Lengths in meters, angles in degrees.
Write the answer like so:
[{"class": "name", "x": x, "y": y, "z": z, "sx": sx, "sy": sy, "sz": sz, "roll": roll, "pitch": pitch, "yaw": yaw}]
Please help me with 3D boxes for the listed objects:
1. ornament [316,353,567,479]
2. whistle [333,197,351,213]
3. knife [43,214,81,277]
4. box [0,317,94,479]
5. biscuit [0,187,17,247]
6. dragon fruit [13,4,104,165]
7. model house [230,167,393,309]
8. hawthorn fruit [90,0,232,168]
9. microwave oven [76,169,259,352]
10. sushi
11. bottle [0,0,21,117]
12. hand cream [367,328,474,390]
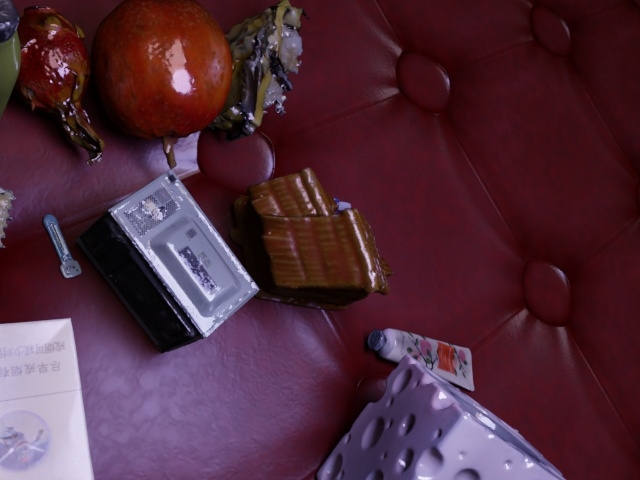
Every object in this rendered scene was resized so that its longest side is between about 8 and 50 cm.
[{"class": "ornament", "x": 0.174, "y": 0.348, "z": 1.074, "sx": 0.239, "sy": 0.240, "sz": 0.239, "roll": 35, "pitch": 92, "yaw": -15}, {"class": "whistle", "x": 0.013, "y": -0.062, "z": 1.329, "sx": 0.083, "sy": 0.029, "sz": 0.033, "roll": 2, "pitch": 54, "yaw": -25}, {"class": "knife", "x": -0.362, "y": 0.007, "z": 1.070, "sx": 0.027, "sy": 0.010, "sz": 0.096, "roll": -21, "pitch": 83, "yaw": -37}, {"class": "box", "x": -0.374, "y": 0.231, "z": 0.933, "sx": 0.164, "sy": 0.069, "sz": 0.256, "roll": -3, "pitch": 71, "yaw": -33}, {"class": "biscuit", "x": -0.481, "y": -0.027, "z": 1.005, "sx": 0.144, "sy": 0.016, "sz": 0.203, "roll": 18, "pitch": 63, "yaw": -26}, {"class": "dragon fruit", "x": -0.370, "y": -0.219, "z": 1.093, "sx": 0.125, "sy": 0.125, "sz": 0.246, "roll": -27, "pitch": 93, "yaw": -40}, {"class": "model house", "x": -0.001, "y": 0.000, "z": 1.173, "sx": 0.220, "sy": 0.229, "sz": 0.199, "roll": 0, "pitch": 77, "yaw": -34}, {"class": "hawthorn fruit", "x": -0.232, "y": -0.233, "z": 1.144, "sx": 0.205, "sy": 0.205, "sz": 0.253, "roll": -7, "pitch": 81, "yaw": -34}, {"class": "microwave oven", "x": -0.215, "y": 0.034, "z": 1.061, "sx": 0.122, "sy": 0.162, "sz": 0.208, "roll": -42, "pitch": 99, "yaw": -36}, {"class": "sushi", "x": -0.117, "y": -0.288, "z": 1.293, "sx": 0.131, "sy": 0.139, "sz": 0.290, "roll": 39, "pitch": 53, "yaw": -38}, {"class": "bottle", "x": -0.436, "y": -0.225, "z": 0.961, "sx": 0.112, "sy": 0.260, "sz": 0.112, "roll": 13, "pitch": 64, "yaw": -28}, {"class": "hand cream", "x": 0.181, "y": 0.199, "z": 1.321, "sx": 0.234, "sy": 0.050, "sz": 0.080, "roll": 21, "pitch": 57, "yaw": -31}]
